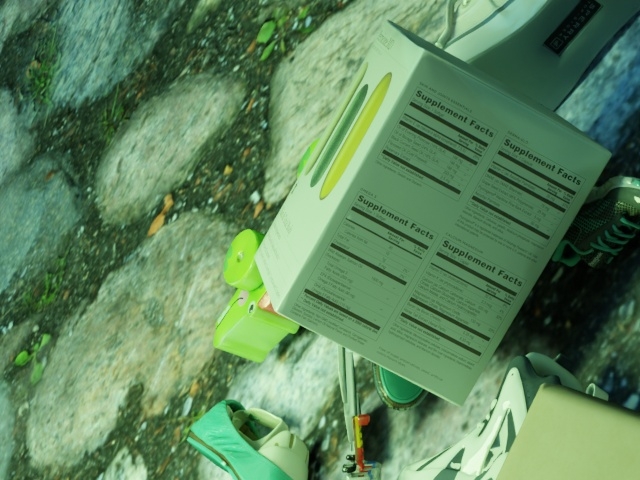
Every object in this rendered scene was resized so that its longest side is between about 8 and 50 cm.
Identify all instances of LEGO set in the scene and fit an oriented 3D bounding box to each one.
[{"bbox_3d":[0.047,0.213,1.825,0.182,0.060,0.244,81,-174,-49],"label":"LEGO set"}]

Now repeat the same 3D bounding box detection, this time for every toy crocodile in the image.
[{"bbox_3d":[0.000,0.000,2.068,0.340,0.115,0.105,-51,32,20],"label":"toy crocodile"}]

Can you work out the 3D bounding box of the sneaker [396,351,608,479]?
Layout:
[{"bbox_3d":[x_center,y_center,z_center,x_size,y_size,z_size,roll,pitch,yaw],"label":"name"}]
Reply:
[{"bbox_3d":[0.168,0.171,1.699,0.235,0.094,0.153,-19,41,62],"label":"sneaker"}]

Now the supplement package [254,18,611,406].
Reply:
[{"bbox_3d":[0.094,-0.030,1.762,0.262,0.198,0.199,-60,14,9],"label":"supplement package"}]

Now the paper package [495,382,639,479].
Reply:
[{"bbox_3d":[0.241,0.293,1.404,0.325,0.168,0.309,17,82,61],"label":"paper package"}]

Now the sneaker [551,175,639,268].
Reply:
[{"bbox_3d":[0.260,-0.012,1.731,0.166,0.065,0.076,-14,61,64],"label":"sneaker"}]

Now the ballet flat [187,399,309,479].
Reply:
[{"bbox_3d":[-0.062,0.226,2.028,0.087,0.083,0.247,-49,31,-4],"label":"ballet flat"}]

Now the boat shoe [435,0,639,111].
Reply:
[{"bbox_3d":[0.191,-0.228,1.929,0.367,0.136,0.156,-47,33,20],"label":"boat shoe"}]

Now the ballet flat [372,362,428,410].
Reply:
[{"bbox_3d":[0.083,0.094,1.932,0.070,0.070,0.188,-29,42,45],"label":"ballet flat"}]
